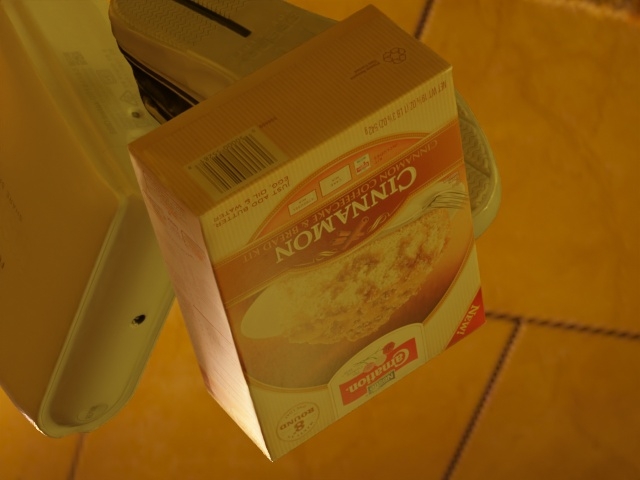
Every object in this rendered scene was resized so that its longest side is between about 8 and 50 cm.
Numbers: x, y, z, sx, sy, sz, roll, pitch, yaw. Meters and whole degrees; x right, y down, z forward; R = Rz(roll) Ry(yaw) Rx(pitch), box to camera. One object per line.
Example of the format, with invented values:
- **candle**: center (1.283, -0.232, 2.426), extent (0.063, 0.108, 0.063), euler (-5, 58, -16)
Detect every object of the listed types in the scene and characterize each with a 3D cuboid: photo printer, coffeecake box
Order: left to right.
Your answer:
- **photo printer**: center (-0.209, -0.014, 1.400), extent (0.107, 0.256, 0.307), euler (-9, 142, -35)
- **coffeecake box**: center (0.000, 0.000, 0.874), extent (0.142, 0.068, 0.185), euler (-32, 139, -17)

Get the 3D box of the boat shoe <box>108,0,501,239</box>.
- **boat shoe**: center (-0.007, -0.078, 1.186), extent (0.121, 0.335, 0.119), euler (-38, 144, -21)
